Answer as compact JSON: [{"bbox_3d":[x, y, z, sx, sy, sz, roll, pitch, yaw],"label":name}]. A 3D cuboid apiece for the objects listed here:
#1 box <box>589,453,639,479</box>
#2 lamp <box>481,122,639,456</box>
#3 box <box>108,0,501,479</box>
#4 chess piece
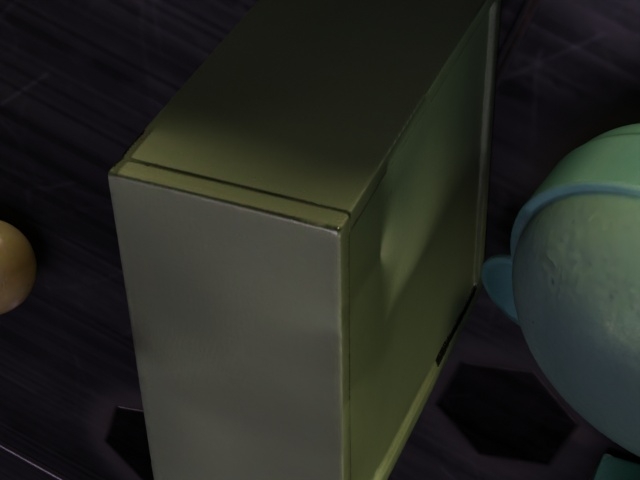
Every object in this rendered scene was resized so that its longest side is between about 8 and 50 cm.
[{"bbox_3d":[0.278,0.266,0.894,0.311,0.205,0.118,14,131,19],"label":"box"},{"bbox_3d":[0.205,0.024,0.761,0.209,0.147,0.284,39,135,-3],"label":"lamp"},{"bbox_3d":[0.000,0.000,0.799,0.117,0.225,0.225,14,133,18],"label":"box"},{"bbox_3d":[-0.278,0.019,1.082,0.170,0.094,0.094,-2,127,20],"label":"chess piece"}]
